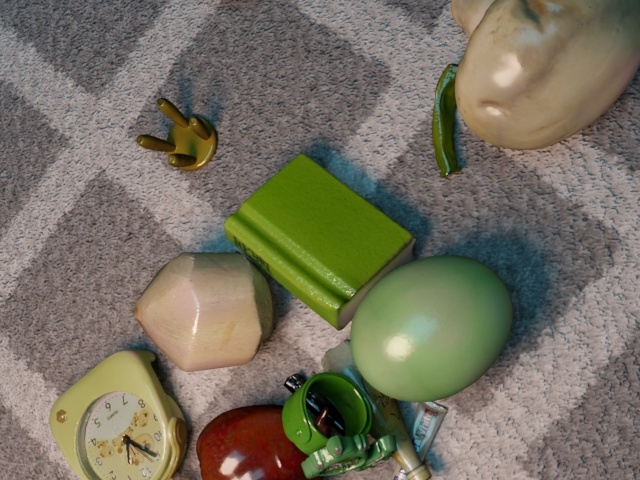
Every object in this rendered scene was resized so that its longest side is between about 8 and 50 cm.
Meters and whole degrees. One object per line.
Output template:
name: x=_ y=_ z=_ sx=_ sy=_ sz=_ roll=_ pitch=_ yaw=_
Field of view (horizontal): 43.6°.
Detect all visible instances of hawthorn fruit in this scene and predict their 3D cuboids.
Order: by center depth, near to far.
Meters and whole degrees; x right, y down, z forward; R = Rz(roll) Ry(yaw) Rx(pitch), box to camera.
hawthorn fruit: x=-0.082 y=0.364 z=1.356 sx=0.248 sy=0.208 sz=0.208 roll=-31 pitch=75 yaw=5

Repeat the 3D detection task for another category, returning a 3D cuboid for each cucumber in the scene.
cucumber: x=0.002 y=0.300 z=1.418 sx=0.163 sy=0.039 sz=0.043 roll=38 pitch=117 yaw=21

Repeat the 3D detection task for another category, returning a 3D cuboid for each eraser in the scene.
eraser: x=0.000 y=0.000 z=1.392 sx=0.274 sy=0.092 sz=0.210 roll=41 pitch=70 yaw=19

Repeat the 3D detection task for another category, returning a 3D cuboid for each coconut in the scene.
coconut: x=-0.207 y=0.122 z=1.404 sx=0.234 sy=0.224 sz=0.224 roll=-11 pitch=78 yaw=-16

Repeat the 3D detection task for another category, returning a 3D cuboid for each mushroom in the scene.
mushroom: x=0.350 y=-0.281 z=1.260 sx=0.315 sy=0.356 sz=0.315 roll=0 pitch=98 yaw=-3

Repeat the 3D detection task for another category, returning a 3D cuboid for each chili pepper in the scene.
chili pepper: x=0.222 y=-0.210 z=1.401 sx=0.052 sy=0.050 sz=0.202 roll=3 pitch=87 yaw=-20

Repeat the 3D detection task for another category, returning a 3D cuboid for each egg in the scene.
egg: x=0.177 y=0.140 z=1.282 sx=0.269 sy=0.220 sz=0.220 roll=-27 pitch=75 yaw=4

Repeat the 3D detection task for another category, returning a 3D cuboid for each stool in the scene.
stool: x=-0.269 y=-0.197 z=1.534 sx=0.134 sy=0.110 sz=0.135 roll=-16 pitch=77 yaw=17

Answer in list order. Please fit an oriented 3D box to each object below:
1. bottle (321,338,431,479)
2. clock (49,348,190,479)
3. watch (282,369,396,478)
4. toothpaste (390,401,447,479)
bottle: x=0.098 y=0.293 z=1.354 sx=0.083 sy=0.083 sz=0.270 roll=-38 pitch=68 yaw=11
clock: x=-0.354 y=0.378 z=1.498 sx=0.235 sy=0.096 sz=0.308 roll=-38 pitch=73 yaw=10
watch: x=0.024 y=0.296 z=1.290 sx=0.131 sy=0.165 sz=0.152 roll=-51 pitch=48 yaw=44
toothpaste: x=0.152 y=0.377 z=1.363 sx=0.052 sy=0.033 sz=0.218 roll=22 pitch=86 yaw=16
